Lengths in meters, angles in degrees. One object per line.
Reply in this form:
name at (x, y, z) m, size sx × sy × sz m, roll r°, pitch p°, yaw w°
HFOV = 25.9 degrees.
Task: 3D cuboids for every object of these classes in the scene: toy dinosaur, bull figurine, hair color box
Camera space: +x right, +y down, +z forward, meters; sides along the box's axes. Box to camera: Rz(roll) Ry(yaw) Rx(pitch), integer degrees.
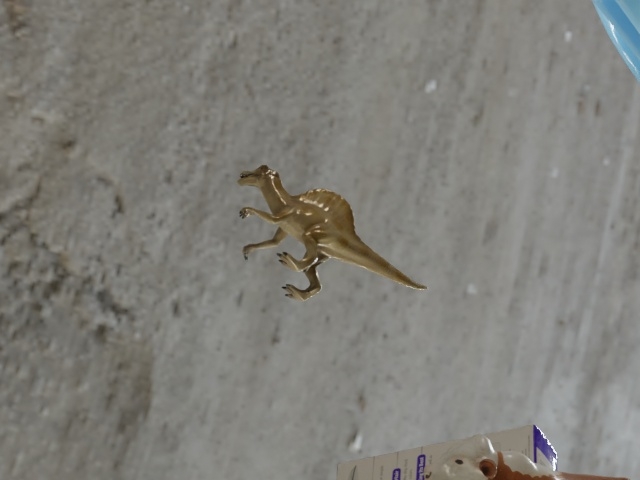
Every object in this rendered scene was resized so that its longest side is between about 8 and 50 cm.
toy dinosaur at (0.000, 0.000, 1.122) m, size 0.092 × 0.183 × 0.053 m, roll -50°, pitch 171°, yaw -31°
bull figurine at (0.241, 0.324, 1.568) m, size 0.310 × 0.101 × 0.188 m, roll 14°, pitch 98°, yaw -31°
hair color box at (0.187, 0.411, 2.104) m, size 0.110 × 0.339 × 0.185 m, roll 51°, pitch 34°, yaw -42°

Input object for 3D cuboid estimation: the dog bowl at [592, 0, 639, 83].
dog bowl at (0.273, -0.163, 1.069) m, size 0.074 × 0.166 × 0.297 m, roll -36°, pitch 157°, yaw 10°
